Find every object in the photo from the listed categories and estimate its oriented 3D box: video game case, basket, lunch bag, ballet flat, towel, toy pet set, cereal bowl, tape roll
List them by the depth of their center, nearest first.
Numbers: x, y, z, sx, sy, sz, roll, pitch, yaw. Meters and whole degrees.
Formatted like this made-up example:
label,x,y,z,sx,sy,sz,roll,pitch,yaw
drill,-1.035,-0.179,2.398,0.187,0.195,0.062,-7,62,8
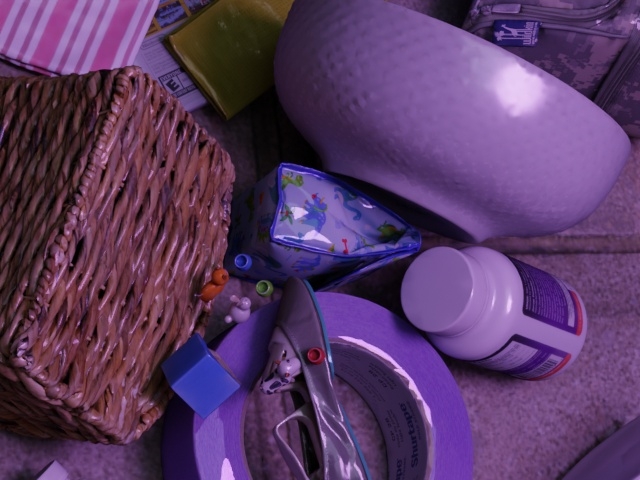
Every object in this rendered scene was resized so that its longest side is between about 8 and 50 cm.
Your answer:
label,x,y,z,sx,sy,sz,roll,pitch,yaw
toy pet set,-0.079,0.084,1.481,0.114,0.065,0.122,-41,71,3
ballet flat,-0.014,0.136,1.517,0.068,0.072,0.213,-14,79,-19
basket,-0.231,0.019,1.541,0.213,0.223,0.299,44,54,-45
tape roll,-0.001,0.189,1.596,0.274,0.090,0.275,8,70,-23
cereal bowl,0.103,-0.092,1.613,0.339,0.339,0.141,26,84,-15
towel,-0.252,-0.226,1.628,0.197,0.029,0.144,22,73,-11
lunch bag,0.000,0.000,1.634,0.151,0.129,0.096,13,71,-23
towel,-0.038,-0.219,1.718,0.237,0.021,0.102,-40,92,-29
video game case,-0.115,-0.244,1.719,0.227,0.026,0.206,-29,87,-29
lunch bag,0.294,-0.279,1.827,0.256,0.212,0.305,17,65,-1

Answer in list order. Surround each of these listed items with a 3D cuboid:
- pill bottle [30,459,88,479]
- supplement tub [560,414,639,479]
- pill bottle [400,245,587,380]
label,x,y,z,sx,sy,sz,roll,pitch,yaw
pill bottle,-0.202,0.246,1.496,0.120,0.067,0.067,47,61,-5
supplement tub,0.382,0.326,1.646,0.235,0.235,0.325,-39,92,-29
pill bottle,0.161,0.065,1.657,0.193,0.108,0.108,21,62,-51
